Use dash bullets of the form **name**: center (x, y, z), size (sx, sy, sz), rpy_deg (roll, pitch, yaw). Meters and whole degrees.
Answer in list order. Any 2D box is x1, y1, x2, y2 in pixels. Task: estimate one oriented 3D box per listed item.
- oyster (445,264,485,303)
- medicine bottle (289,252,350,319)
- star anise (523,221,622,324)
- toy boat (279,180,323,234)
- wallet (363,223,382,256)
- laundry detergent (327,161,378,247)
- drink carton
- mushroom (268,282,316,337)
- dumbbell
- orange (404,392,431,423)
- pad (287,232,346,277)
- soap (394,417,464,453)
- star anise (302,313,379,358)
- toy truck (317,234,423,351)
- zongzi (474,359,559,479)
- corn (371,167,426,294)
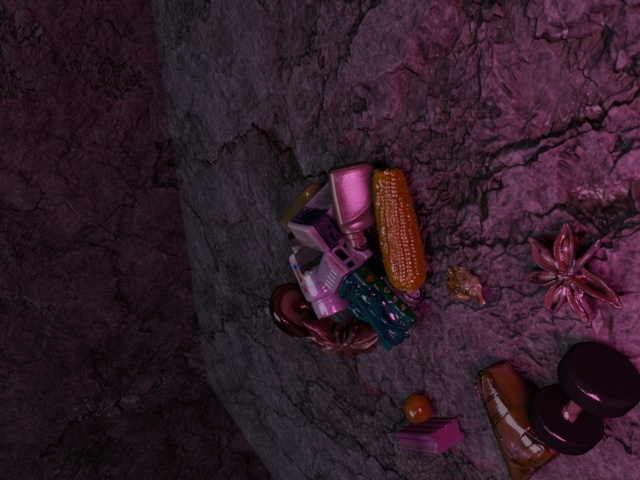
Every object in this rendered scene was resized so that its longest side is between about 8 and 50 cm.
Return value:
- **oyster**: center (0.376, 0.124, 1.389), size (0.146, 0.045, 0.121), rpy_deg (54, 161, 26)
- **medicine bottle**: center (0.000, 0.143, 1.900), size (0.254, 0.152, 0.152), rpy_deg (64, 150, 6)
- **star anise**: center (0.504, 0.071, 1.100), size (0.197, 0.073, 0.212), rpy_deg (-21, 87, 57)
- **toy boat**: center (-0.049, -0.109, 1.862), size (0.089, 0.115, 0.310), rpy_deg (61, 147, 15)
- **wallet**: center (0.157, -0.022, 1.664), size (0.176, 0.026, 0.095), rpy_deg (45, 148, 40)
- **laundry detergent**: center (0.121, -0.106, 1.535), size (0.076, 0.171, 0.237), rpy_deg (-107, 3, -77)
- **drink carton**: center (0.027, -0.083, 1.635), size (0.102, 0.222, 0.134), rpy_deg (52, 161, -28)
- **mushroom**: center (-0.121, 0.287, 2.148), size (0.138, 0.194, 0.231), rpy_deg (-50, 53, 56)
- **dumbbell**: center (0.546, 0.333, 1.114), size (0.152, 0.153, 0.218), rpy_deg (47, 144, 34)
- **orange**: center (0.309, 0.533, 1.697), size (0.085, 0.085, 0.095), rpy_deg (111, 153, -49)
- **pad**: center (0.000, 0.000, 1.792), size (0.233, 0.022, 0.174), rpy_deg (-33, 63, 23)
- **soap**: center (0.336, 0.606, 1.660), size (0.203, 0.122, 0.065), rpy_deg (-33, 79, 61)
- **star anise**: center (0.086, 0.328, 1.853), size (0.349, 0.293, 0.108), rpy_deg (75, -167, -58)
- **toy truck**: center (0.151, 0.149, 1.601), size (0.363, 0.178, 0.176), rpy_deg (48, 146, 20)
- **zongzi**: center (0.471, 0.475, 1.365), size (0.260, 0.123, 0.289), rpy_deg (55, 152, 32)
- **corn**: center (0.214, -0.025, 1.475), size (0.120, 0.120, 0.363), rpy_deg (0, 107, 59)
